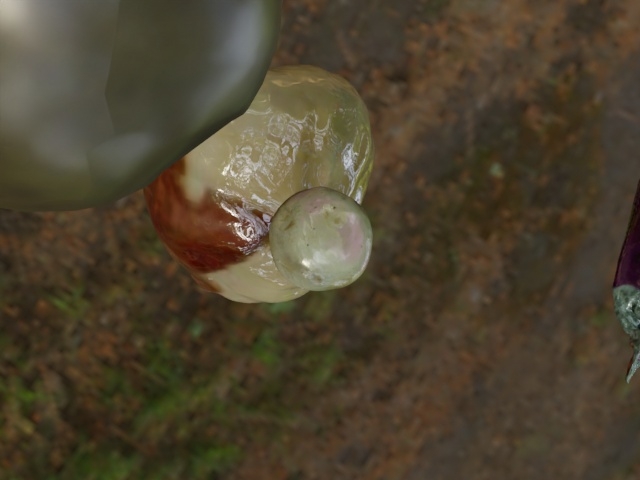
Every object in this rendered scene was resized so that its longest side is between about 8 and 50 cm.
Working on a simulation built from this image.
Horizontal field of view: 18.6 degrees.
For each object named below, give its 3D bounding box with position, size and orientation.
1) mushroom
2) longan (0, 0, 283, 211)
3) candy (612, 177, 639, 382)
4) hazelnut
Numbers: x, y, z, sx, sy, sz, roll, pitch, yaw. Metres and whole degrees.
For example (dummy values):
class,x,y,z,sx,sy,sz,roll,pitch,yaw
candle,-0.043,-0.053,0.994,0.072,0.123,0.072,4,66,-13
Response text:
class,x,y,z,sx,sy,sz,roll,pitch,yaw
mushroom,0.000,0.000,1.534,0.083,0.083,0.067,-50,180,-16
longan,-0.208,-0.197,1.318,0.336,0.404,0.404,-38,144,-8
candy,0.194,0.003,1.115,0.175,0.043,0.045,-68,149,-28
hazelnut,-0.067,-0.077,1.976,0.261,0.241,0.261,-17,119,-32
